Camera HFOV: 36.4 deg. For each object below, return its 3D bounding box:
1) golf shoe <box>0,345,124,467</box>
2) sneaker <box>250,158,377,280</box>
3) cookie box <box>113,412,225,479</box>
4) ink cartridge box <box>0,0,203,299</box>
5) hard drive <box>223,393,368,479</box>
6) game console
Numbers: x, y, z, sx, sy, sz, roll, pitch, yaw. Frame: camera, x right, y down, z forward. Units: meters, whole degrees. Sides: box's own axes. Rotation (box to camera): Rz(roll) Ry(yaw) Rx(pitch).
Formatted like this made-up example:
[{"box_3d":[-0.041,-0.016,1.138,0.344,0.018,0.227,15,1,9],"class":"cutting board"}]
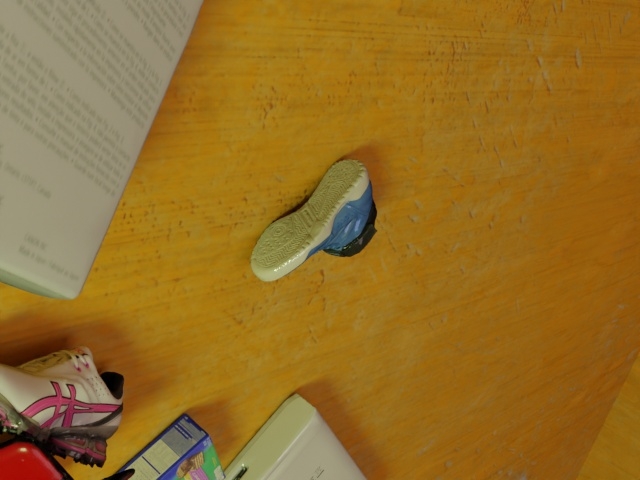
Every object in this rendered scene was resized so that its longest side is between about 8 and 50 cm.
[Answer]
[{"box_3d":[-0.212,0.114,0.742,0.186,0.067,0.086,54,51,-62],"class":"golf shoe"},{"box_3d":[0.001,0.000,0.930,0.152,0.058,0.084,-50,140,-24],"class":"sneaker"},{"box_3d":[-0.151,0.236,0.950,0.107,0.040,0.092,-40,146,-24],"class":"cookie box"},{"box_3d":[-0.151,-0.184,0.499,0.308,0.091,0.385,53,55,-71],"class":"ink cartridge box"},{"box_3d":[-0.044,0.350,1.196,0.233,0.047,0.353,-49,147,-14],"class":"hard drive"},{"box_3d":[-0.237,0.189,0.743,0.144,0.085,0.124,-24,120,13],"class":"game console"}]
